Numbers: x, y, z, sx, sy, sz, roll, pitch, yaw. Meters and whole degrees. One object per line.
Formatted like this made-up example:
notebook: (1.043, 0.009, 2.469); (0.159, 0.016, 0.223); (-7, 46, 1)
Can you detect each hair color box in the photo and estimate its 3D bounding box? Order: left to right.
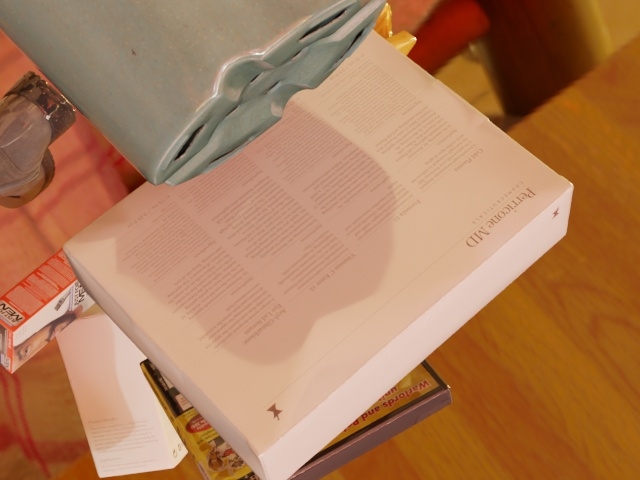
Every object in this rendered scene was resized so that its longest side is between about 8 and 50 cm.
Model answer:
hair color box: (-0.342, 0.078, 1.553); (0.053, 0.093, 0.167); (36, 52, 14)

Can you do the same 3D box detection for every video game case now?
video game case: (-0.033, 0.160, 1.402); (0.275, 0.035, 0.248); (-27, 45, -13)

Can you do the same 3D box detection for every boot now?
boot: (-0.438, -0.070, 1.563); (0.118, 0.338, 0.222); (40, 64, -2)

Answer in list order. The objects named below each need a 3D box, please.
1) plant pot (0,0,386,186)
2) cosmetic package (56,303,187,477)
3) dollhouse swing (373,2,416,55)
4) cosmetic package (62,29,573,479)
plant pot: (-0.143, -0.247, 1.033); (0.341, 0.341, 0.334); (-39, 85, -5)
cosmetic package: (-0.266, 0.197, 1.686); (0.117, 0.231, 0.085); (-10, 12, 15)
dollhouse swing: (-0.105, -0.299, 1.854); (0.347, 0.305, 0.315); (38, 103, 13)
cosmetic package: (0.000, 0.000, 1.156); (0.377, 0.097, 0.284); (-39, 61, -17)
